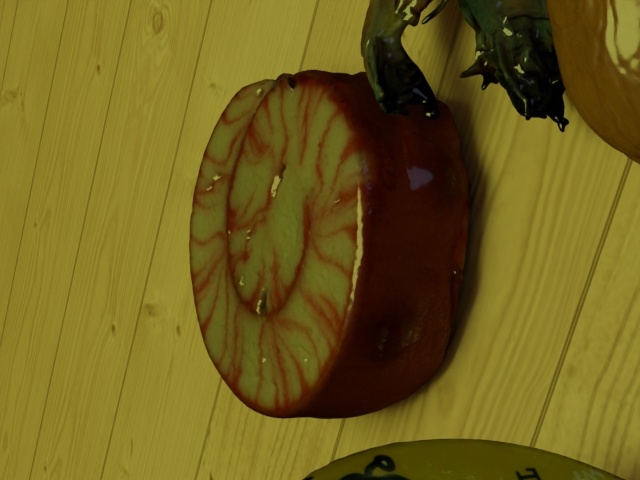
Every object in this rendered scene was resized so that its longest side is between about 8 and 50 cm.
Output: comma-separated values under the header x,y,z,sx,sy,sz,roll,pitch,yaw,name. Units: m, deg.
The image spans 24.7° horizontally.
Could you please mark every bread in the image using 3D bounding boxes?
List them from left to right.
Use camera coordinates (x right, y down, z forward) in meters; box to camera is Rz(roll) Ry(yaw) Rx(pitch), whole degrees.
x,y,z,sx,sy,sz,roll,pitch,yaw,name
0.001,0.004,1.241,0.327,0.114,0.295,12,96,60,bread

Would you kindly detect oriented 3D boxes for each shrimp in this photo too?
x,y,z,sx,sy,sz,roll,pitch,yaw,name
0.094,-0.165,1.096,0.178,0.075,0.289,-38,50,32,shrimp

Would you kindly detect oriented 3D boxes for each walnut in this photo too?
x,y,z,sx,sy,sz,roll,pitch,yaw,name
0.198,-0.150,0.925,0.167,0.087,0.211,-25,65,54,walnut

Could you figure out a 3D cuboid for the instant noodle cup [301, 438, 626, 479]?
x,y,z,sx,sy,sz,roll,pitch,yaw,name
0.090,0.312,0.854,0.325,0.325,0.254,-123,36,-48,instant noodle cup
